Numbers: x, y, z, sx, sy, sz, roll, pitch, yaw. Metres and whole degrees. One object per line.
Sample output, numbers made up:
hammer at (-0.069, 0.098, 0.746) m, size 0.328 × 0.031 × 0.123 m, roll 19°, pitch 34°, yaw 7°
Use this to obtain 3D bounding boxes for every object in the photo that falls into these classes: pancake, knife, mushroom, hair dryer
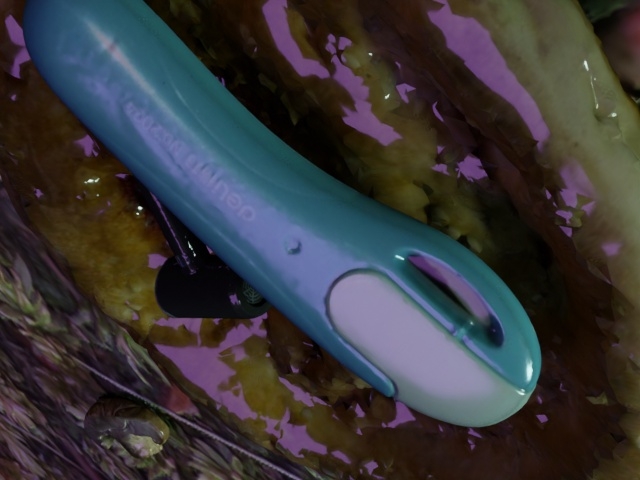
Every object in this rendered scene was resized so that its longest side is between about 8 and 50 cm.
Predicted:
pancake at (0.001, -0.001, 0.505) m, size 0.356 × 0.065 × 0.356 m, roll 25°, pitch 144°, yaw 20°
knife at (-0.016, -0.016, 0.431) m, size 0.222 × 0.031 × 0.064 m, roll 41°, pitch 120°, yaw 4°
mushroom at (-0.131, 0.125, 0.834) m, size 0.049 × 0.019 × 0.101 m, roll 52°, pitch 147°, yaw -14°
hair dryer at (-0.052, -0.007, 0.477) m, size 0.047 × 0.026 × 0.083 m, roll -4°, pitch 120°, yaw 41°
